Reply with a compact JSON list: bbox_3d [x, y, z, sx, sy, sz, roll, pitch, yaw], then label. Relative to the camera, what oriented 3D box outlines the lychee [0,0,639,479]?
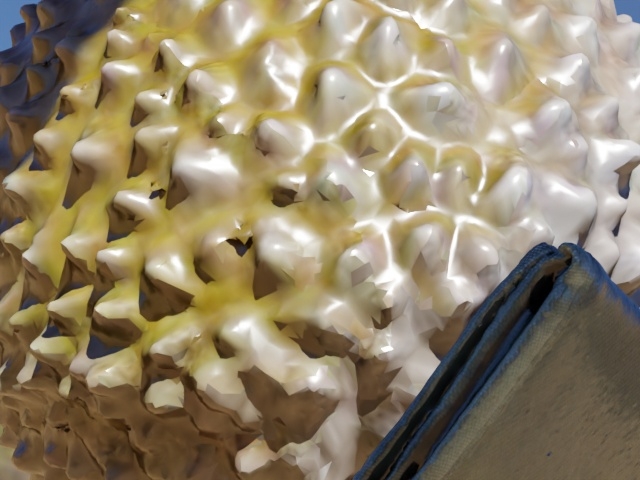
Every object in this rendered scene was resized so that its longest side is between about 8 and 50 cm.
[{"bbox_3d":[0.000,0.000,0.947,0.380,0.380,0.432,18,11,-5],"label":"lychee"}]

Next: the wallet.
[{"bbox_3d":[0.053,0.054,0.472,0.026,0.088,0.129,33,-3,33],"label":"wallet"}]
